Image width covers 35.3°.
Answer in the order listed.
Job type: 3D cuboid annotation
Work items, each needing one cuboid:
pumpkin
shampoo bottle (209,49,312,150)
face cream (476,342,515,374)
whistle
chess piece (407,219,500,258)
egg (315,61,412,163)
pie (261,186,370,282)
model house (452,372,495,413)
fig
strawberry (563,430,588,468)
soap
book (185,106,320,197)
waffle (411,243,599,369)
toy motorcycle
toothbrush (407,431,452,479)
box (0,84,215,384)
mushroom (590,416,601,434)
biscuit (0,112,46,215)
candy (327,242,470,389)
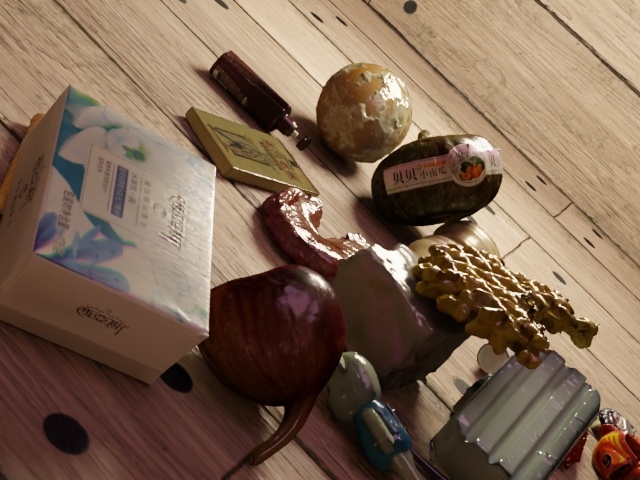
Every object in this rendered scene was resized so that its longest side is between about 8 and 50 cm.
[{"bbox_3d":[0.226,-0.132,1.981,0.260,0.260,0.189,6,72,-57],"label":"pumpkin"},{"bbox_3d":[-0.108,-0.262,1.906,0.236,0.067,0.068,44,12,6],"label":"shampoo bottle"},{"bbox_3d":[0.341,0.207,1.809,0.092,0.058,0.244,45,15,20],"label":"face cream"},{"bbox_3d":[0.068,0.235,1.260,0.235,0.077,0.114,57,-3,20],"label":"whistle"},{"bbox_3d":[0.220,0.040,1.855,0.307,0.124,0.138,-13,88,-61],"label":"chess piece"},{"bbox_3d":[0.086,-0.260,2.064,0.203,0.203,0.245,40,32,-6],"label":"egg"},{"bbox_3d":[0.000,0.000,1.611,0.219,0.054,0.204,38,21,-10],"label":"pie"},{"bbox_3d":[0.271,0.266,1.521,0.101,0.087,0.100,17,31,-49],"label":"model house"},{"bbox_3d":[-0.044,0.136,1.158,0.175,0.175,0.207,2,59,-59],"label":"fig"},{"bbox_3d":[0.403,0.281,1.695,0.175,0.106,0.236,46,21,10],"label":"strawberry"},{"bbox_3d":[0.275,0.262,1.413,0.150,0.094,0.261,43,45,13],"label":"soap"},{"bbox_3d":[-0.114,-0.145,1.729,0.231,0.026,0.161,14,35,-51],"label":"book"},{"bbox_3d":[0.262,0.080,1.463,0.260,0.069,0.293,36,19,23],"label":"waffle"},{"bbox_3d":[0.572,0.420,1.744,0.298,0.089,0.171,51,24,21],"label":"toy motorcycle"},{"bbox_3d":[0.187,0.341,1.325,0.321,0.023,0.031,46,31,9],"label":"toothbrush"},{"bbox_3d":[-0.229,-0.010,1.092,0.203,0.116,0.274,30,35,-28],"label":"box"},{"bbox_3d":[0.582,0.378,1.891,0.187,0.061,0.060,34,28,-10],"label":"mushroom"},{"bbox_3d":[-0.305,-0.065,1.240,0.160,0.030,0.249,34,23,-20],"label":"biscuit"},{"bbox_3d":[0.107,0.111,1.472,0.195,0.137,0.185,54,24,23],"label":"candy"}]
